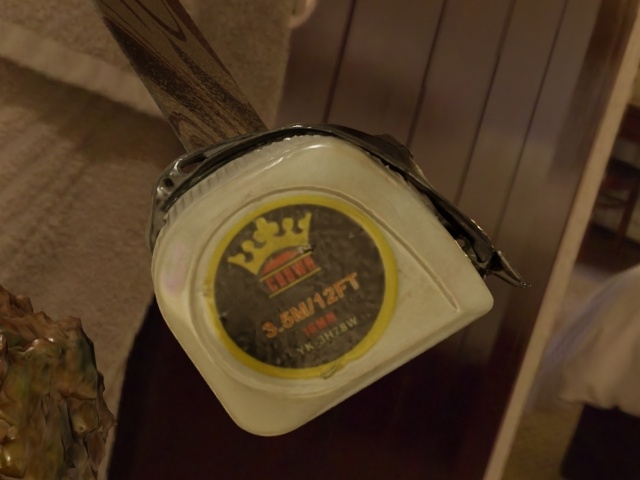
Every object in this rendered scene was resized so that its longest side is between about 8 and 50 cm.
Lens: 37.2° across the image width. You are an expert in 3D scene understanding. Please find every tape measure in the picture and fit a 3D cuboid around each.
[{"bbox_3d":[0.000,0.000,0.780,0.271,0.232,0.133,-29,19,1],"label":"tape measure"}]

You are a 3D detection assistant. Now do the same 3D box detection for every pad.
[{"bbox_3d":[-0.149,-0.191,0.988,0.330,0.004,0.220,56,20,16],"label":"pad"}]

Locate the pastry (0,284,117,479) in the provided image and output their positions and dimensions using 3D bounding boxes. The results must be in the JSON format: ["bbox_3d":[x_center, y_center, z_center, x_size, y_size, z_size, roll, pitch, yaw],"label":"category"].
[{"bbox_3d":[-0.198,0.096,0.427,0.192,0.275,0.275,-20,19,0],"label":"pastry"}]
